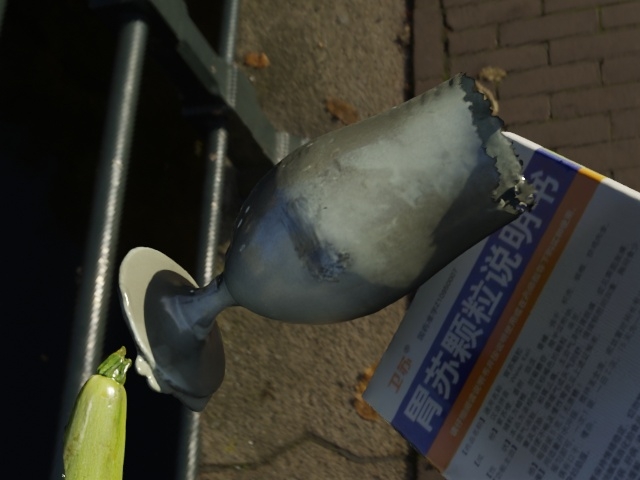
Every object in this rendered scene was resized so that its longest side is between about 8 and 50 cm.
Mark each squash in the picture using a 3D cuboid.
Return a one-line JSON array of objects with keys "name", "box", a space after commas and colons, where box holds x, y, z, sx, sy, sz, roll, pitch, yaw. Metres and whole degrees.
[{"name": "squash", "box": [-0.283, 0.233, 1.282, 0.075, 0.090, 0.200, -9, 70, 44]}]

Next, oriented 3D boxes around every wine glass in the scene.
[{"name": "wine glass", "box": [0.000, 0.000, 0.540, 0.222, 0.103, 0.103, -30, 60, 19]}]

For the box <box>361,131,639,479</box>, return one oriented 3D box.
[{"name": "box", "box": [0.178, 0.087, 0.560, 0.299, 0.106, 0.200, 38, 105, 52]}]
